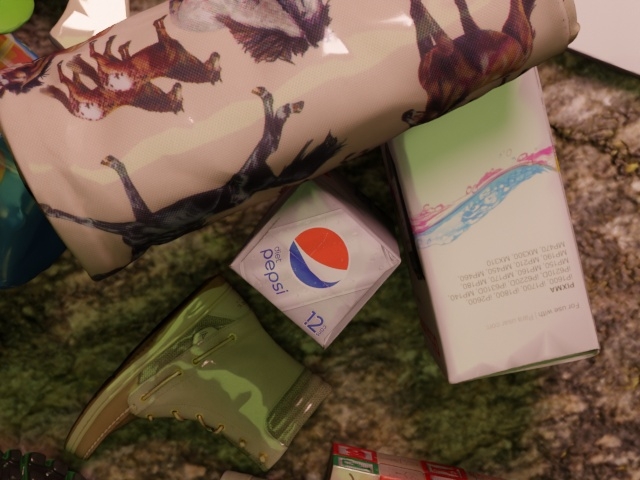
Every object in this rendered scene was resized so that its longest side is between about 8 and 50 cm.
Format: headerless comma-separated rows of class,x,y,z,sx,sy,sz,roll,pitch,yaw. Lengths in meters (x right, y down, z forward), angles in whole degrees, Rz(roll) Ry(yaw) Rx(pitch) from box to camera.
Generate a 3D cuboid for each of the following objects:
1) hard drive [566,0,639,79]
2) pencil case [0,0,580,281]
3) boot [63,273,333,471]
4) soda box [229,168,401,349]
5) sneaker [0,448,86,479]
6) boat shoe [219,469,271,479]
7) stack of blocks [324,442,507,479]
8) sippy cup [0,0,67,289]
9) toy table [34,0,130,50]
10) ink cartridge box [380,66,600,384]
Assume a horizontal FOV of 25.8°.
hard drive,0.327,-0.318,1.237,0.233,0.047,0.353,21,94,-2
pencil case,-0.039,-0.128,0.978,0.410,0.160,0.183,-26,67,3
boot,-0.112,0.158,1.271,0.165,0.077,0.213,44,91,-5
soda box,0.000,0.000,1.148,0.098,0.286,0.091,41,96,-3
sneaker,-0.335,0.251,1.271,0.343,0.134,0.146,30,138,-12
boat shoe,-0.097,0.358,1.287,0.094,0.109,0.302,21,86,14
stack of blocks,0.063,0.353,1.281,0.171,0.087,0.297,12,95,-1
sippy cup,-0.299,-0.082,1.155,0.224,0.305,0.240,33,82,6
toy table,-0.211,-0.262,1.162,0.274,0.252,0.161,40,79,5
ink cartridge box,0.123,-0.053,1.174,0.131,0.226,0.306,-12,94,0
